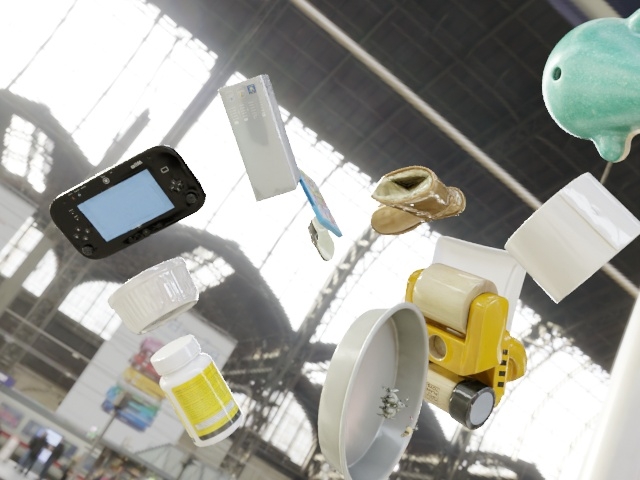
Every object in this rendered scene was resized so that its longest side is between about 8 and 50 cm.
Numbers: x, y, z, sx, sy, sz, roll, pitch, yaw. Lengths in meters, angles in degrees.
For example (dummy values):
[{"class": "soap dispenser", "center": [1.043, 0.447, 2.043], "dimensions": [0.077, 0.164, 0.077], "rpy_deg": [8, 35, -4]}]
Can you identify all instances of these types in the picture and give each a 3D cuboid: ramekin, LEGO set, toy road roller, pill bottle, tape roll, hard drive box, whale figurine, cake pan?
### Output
[{"class": "ramekin", "center": [-0.393, 0.140, 1.722], "dimensions": [0.109, 0.207, 0.207], "rpy_deg": [58, -24, 6]}, {"class": "LEGO set", "center": [0.113, 0.254, 1.064], "dimensions": [0.083, 0.054, 0.023], "rpy_deg": [42, 14, 12]}, {"class": "toy road roller", "center": [0.313, 0.206, 1.491], "dimensions": [0.203, 0.241, 0.329], "rpy_deg": [22, -64, 47]}, {"class": "pill bottle", "center": [-0.258, 0.309, 1.481], "dimensions": [0.119, 0.119, 0.208], "rpy_deg": [-10, -69, 55]}, {"class": "tape roll", "center": [0.548, -0.005, 1.550], "dimensions": [0.169, 0.246, 0.246], "rpy_deg": [50, -19, 17]}, {"class": "hard drive box", "center": [-0.118, -0.213, 1.454], "dimensions": [0.181, 0.089, 0.232], "rpy_deg": [-85, 157, -77]}, {"class": "whale figurine", "center": [0.411, -0.215, 0.980], "dimensions": [0.141, 0.216, 0.272], "rpy_deg": [4, 19, -18]}, {"class": "cake pan", "center": [0.084, 0.232, 1.089], "dimensions": [0.054, 0.293, 0.293], "rpy_deg": [10, -31, 30]}]

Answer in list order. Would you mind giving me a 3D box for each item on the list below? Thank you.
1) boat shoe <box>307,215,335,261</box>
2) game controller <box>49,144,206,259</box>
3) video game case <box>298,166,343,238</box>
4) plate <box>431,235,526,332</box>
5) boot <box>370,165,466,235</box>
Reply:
[{"class": "boat shoe", "center": [0.002, 0.000, 1.825], "dimensions": [0.049, 0.132, 0.042], "rpy_deg": [2, -35, -32]}, {"class": "game controller", "center": [-0.400, -0.077, 1.479], "dimensions": [0.319, 0.067, 0.166], "rpy_deg": [-25, -54, 14]}, {"class": "video game case", "center": [-0.007, -0.090, 1.663], "dimensions": [0.166, 0.015, 0.119], "rpy_deg": [64, 13, 27]}, {"class": "plate", "center": [0.453, 0.147, 2.141], "dimensions": [0.278, 0.277, 0.045], "rpy_deg": [13, 5, 4]}, {"class": "boot", "center": [0.167, -0.083, 1.497], "dimensions": [0.236, 0.089, 0.270], "rpy_deg": [-20, -13, 24]}]
